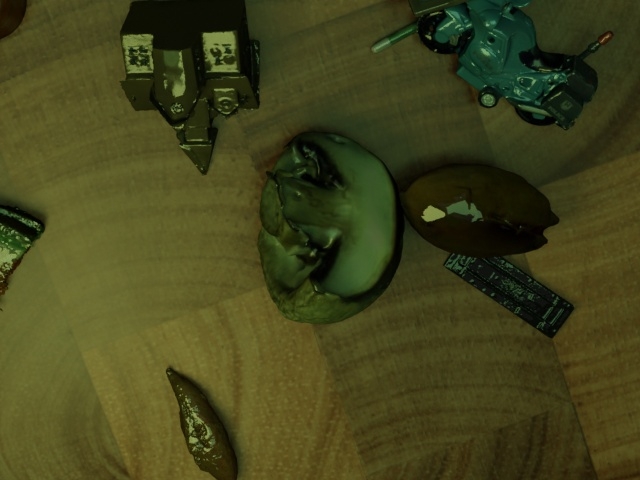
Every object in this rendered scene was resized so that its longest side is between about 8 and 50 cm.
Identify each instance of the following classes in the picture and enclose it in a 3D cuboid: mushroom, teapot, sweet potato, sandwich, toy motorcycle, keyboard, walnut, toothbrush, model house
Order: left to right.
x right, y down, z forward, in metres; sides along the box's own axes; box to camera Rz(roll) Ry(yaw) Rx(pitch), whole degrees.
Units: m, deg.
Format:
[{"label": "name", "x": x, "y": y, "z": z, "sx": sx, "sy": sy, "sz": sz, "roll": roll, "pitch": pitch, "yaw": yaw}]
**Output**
[{"label": "sandwich", "x": -0.518, "y": 0.016, "z": 1.894, "sx": 0.235, "sy": 0.079, "sz": 0.159, "roll": 13, "pitch": 99, "yaw": -8}, {"label": "teapot", "x": -0.455, "y": -0.318, "z": 1.825, "sx": 0.116, "sy": 0.116, "sz": 0.173, "roll": 0, "pitch": 101, "yaw": -5}, {"label": "model house", "x": -0.176, "y": -0.187, "z": 1.858, "sx": 0.181, "sy": 0.176, "sz": 0.248, "roll": -1, "pitch": 124, "yaw": 8}, {"label": "sweet potato", "x": -0.175, "y": 0.277, "z": 1.986, "sx": 0.068, "sy": 0.060, "sz": 0.206, "roll": -26, "pitch": 92, "yaw": -35}, {"label": "mushroom", "x": 0.006, "y": -0.003, "z": 1.902, "sx": 0.189, "sy": 0.164, "sz": 0.267, "roll": -6, "pitch": 65, "yaw": -28}, {"label": "toothbrush", "x": 0.188, "y": -0.328, "z": 1.929, "sx": 0.257, "sy": 0.018, "sz": 0.024, "roll": -27, "pitch": 99, "yaw": 0}, {"label": "walnut", "x": 0.228, "y": -0.042, "z": 1.930, "sx": 0.245, "sy": 0.137, "sz": 0.137, "roll": 8, "pitch": 99, "yaw": -7}, {"label": "keyboard", "x": 0.281, "y": 0.069, "z": 2.012, "sx": 0.204, "sy": 0.013, "sz": 0.061, "roll": 33, "pitch": 96, "yaw": -10}, {"label": "toy motorcycle", "x": 0.280, "y": -0.270, "z": 1.891, "sx": 0.272, "sy": 0.123, "sz": 0.182, "roll": 35, "pitch": 131, "yaw": -16}]

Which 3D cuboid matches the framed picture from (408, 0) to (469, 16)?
[{"label": "framed picture", "x": 0.232, "y": -0.433, "z": 1.854, "sx": 0.289, "sy": 0.016, "sz": 0.213, "roll": -18, "pitch": 64, "yaw": -2}]
